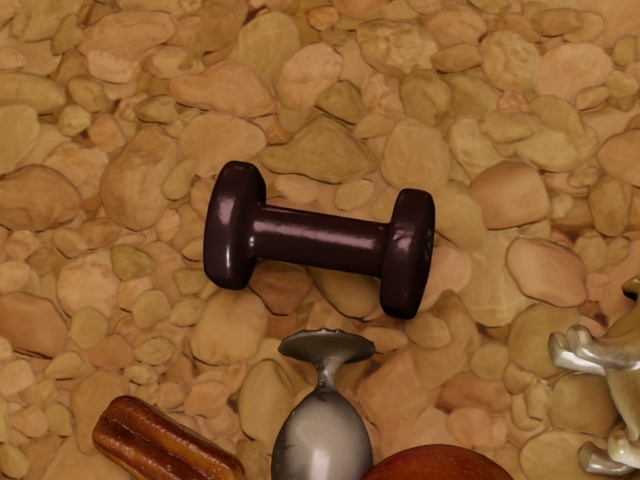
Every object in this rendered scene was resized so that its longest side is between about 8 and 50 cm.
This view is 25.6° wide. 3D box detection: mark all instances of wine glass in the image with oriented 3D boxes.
[{"bbox_3d":[0.001,0.200,1.345,0.103,0.103,0.222,1,66,7],"label":"wine glass"}]

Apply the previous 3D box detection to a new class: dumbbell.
[{"bbox_3d":[0.000,0.000,1.416,0.226,0.140,0.124,9,77,9],"label":"dumbbell"}]

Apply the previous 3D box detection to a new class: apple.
[{"bbox_3d":[0.107,0.279,1.237,0.162,0.201,0.201,-21,62,24],"label":"apple"}]

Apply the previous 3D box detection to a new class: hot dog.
[{"bbox_3d":[-0.154,0.210,1.386,0.165,0.045,0.071,28,73,18],"label":"hot dog"}]

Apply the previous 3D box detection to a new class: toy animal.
[{"bbox_3d":[0.313,0.119,1.343,0.169,0.121,0.233,2,68,-5],"label":"toy animal"}]
